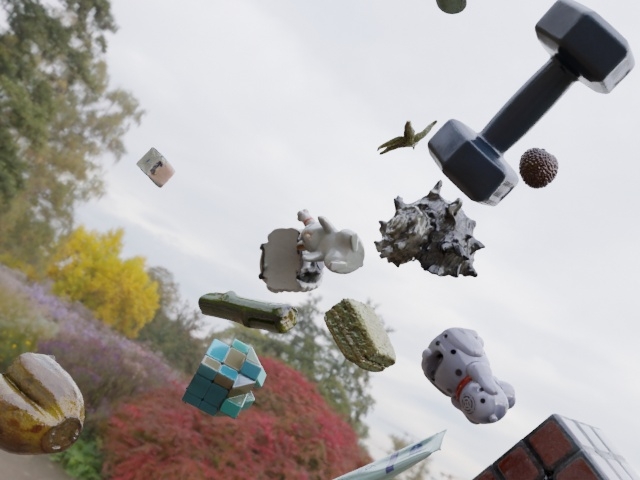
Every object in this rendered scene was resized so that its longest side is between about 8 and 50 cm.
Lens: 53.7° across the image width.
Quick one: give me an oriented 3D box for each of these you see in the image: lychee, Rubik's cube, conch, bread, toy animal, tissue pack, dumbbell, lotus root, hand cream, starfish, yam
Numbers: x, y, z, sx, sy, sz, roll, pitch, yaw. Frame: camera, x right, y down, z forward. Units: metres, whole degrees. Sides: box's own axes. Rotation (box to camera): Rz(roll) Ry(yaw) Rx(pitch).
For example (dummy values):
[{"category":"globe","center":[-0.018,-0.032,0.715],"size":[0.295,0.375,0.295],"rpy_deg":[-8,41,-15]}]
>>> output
[{"category":"lychee","center":[0.677,-0.224,1.962],"size":[0.123,0.129,0.123],"rpy_deg":[14,-32,9]},{"category":"Rubik's cube","center":[0.576,0.623,1.452],"size":[0.301,0.305,0.304],"rpy_deg":[28,24,-43]},{"category":"conch","center":[0.252,-0.010,1.523],"size":[0.313,0.240,0.186],"rpy_deg":[42,-23,41]},{"category":"bread","center":[0.106,0.252,1.642],"size":[0.138,0.102,0.196],"rpy_deg":[25,27,-49]},{"category":"toy animal","center":[-0.091,0.073,2.041],"size":[0.204,0.208,0.156],"rpy_deg":[-5,-14,22]},{"category":"tissue pack","center":[-0.453,-0.200,1.750],"size":[0.058,0.074,0.094],"rpy_deg":[37,-9,24]},{"category":"dumbbell","center":[0.325,-0.210,0.996],"size":[0.160,0.325,0.144],"rpy_deg":[41,19,-5]},{"category":"lotus root","center":[-0.577,0.348,1.280],"size":[0.179,0.188,0.199],"rpy_deg":[25,-5,32]},{"category":"hand cream","center":[0.138,0.508,1.387],"size":[0.067,0.320,0.109],"rpy_deg":[58,18,5]},{"category":"starfish","center":[0.289,-0.338,2.085],"size":[0.050,0.223,0.217],"rpy_deg":[60,1,27]},{"category":"yam","center":[0.286,-0.552,1.336],"size":[0.068,0.170,0.068],"rpy_deg":[12,-34,8]},{"category":"toy animal","center":[-0.001,0.000,1.859],"size":[0.282,0.141,0.138],"rpy_deg":[29,3,31]},{"category":"Rubik's cube","center":[-0.297,0.453,2.000],"size":[0.212,0.224,0.265],"rpy_deg":[29,-60,-5]}]

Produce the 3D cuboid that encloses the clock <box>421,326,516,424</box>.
[{"category":"clock","center":[0.390,0.366,1.615],"size":[0.189,0.189,0.254],"rpy_deg":[43,6,-38]}]

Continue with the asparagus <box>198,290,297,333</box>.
[{"category":"asparagus","center":[-0.156,0.147,1.321],"size":[0.277,0.067,0.060],"rpy_deg":[7,-21,45]}]
